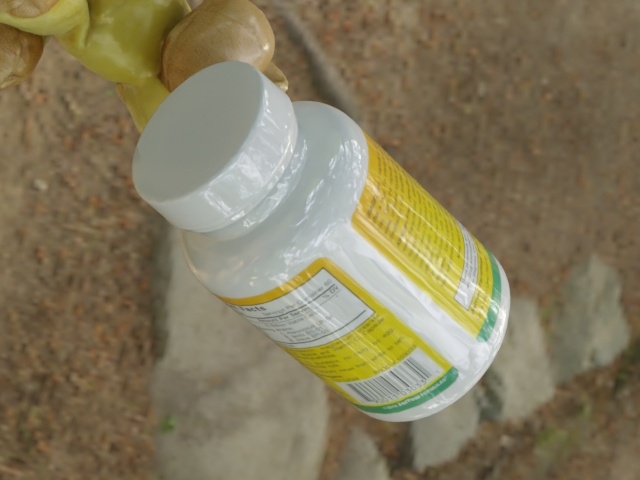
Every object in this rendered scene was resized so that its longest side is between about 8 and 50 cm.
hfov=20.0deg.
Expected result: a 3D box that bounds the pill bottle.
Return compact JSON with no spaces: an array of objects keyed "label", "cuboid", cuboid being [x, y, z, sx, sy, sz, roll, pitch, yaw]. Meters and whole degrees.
[{"label":"pill bottle","cuboid":[0.000,0.000,0.962,0.208,0.118,0.117,41,67,-37]}]

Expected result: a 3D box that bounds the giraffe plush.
[{"label":"giraffe plush","cuboid":[-0.101,-0.117,1.050,0.170,0.210,0.181,43,77,-2]}]
